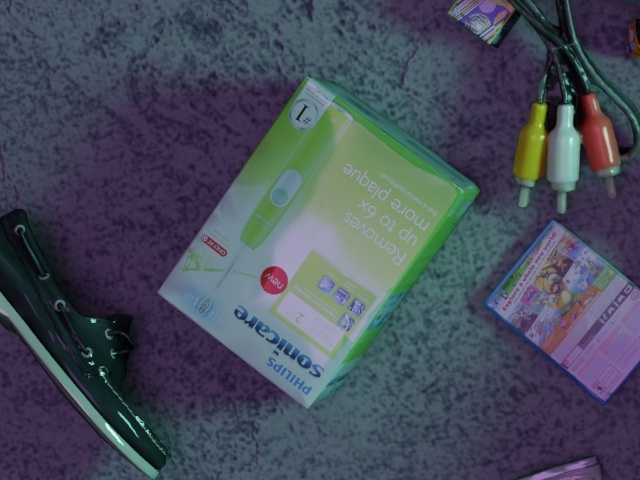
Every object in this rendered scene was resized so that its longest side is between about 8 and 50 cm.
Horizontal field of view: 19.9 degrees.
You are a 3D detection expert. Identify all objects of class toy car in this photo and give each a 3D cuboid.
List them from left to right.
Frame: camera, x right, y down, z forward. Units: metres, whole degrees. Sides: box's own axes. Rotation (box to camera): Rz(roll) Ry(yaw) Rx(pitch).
[{"bbox_3d":[0.341,-0.166,1.862,0.040,0.060,0.122,-24,78,45],"label":"toy car"}]

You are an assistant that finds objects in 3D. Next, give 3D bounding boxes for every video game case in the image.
[{"bbox_3d":[0.271,0.074,1.908,0.166,0.015,0.119,40,101,9],"label":"video game case"}]

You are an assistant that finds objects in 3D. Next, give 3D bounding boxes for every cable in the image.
[{"bbox_3d":[0.252,-0.172,1.845,0.139,0.072,0.287,-6,110,12],"label":"cable"}]

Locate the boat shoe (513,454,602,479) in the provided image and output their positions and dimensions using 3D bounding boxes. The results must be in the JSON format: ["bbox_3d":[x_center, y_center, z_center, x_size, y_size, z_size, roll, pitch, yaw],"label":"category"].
[{"bbox_3d":[0.247,0.255,1.913,0.100,0.035,0.035,-17,85,7],"label":"boat shoe"}]

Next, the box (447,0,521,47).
[{"bbox_3d":[0.207,-0.285,1.889,0.059,0.054,0.169,38,100,9],"label":"box"}]

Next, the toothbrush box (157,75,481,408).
[{"bbox_3d":[0.000,0.000,1.919,0.206,0.122,0.283,38,102,10],"label":"toothbrush box"}]

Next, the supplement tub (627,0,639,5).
[{"bbox_3d":[0.341,-0.335,1.806,0.144,0.144,0.199,23,98,12],"label":"supplement tub"}]

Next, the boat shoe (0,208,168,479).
[{"bbox_3d":[-0.261,0.105,1.991,0.113,0.127,0.340,-40,80,-11],"label":"boat shoe"}]
